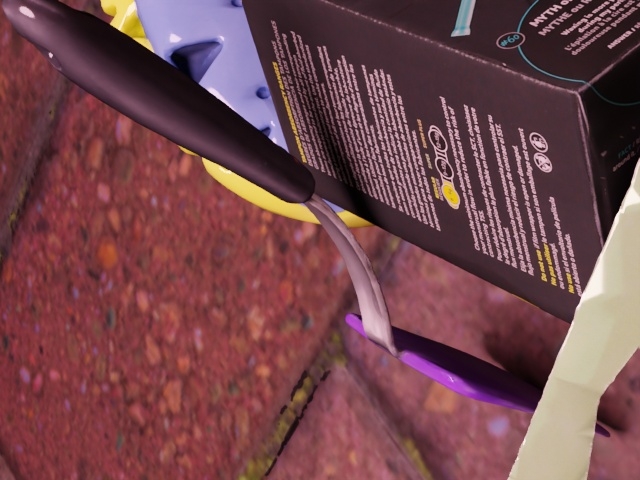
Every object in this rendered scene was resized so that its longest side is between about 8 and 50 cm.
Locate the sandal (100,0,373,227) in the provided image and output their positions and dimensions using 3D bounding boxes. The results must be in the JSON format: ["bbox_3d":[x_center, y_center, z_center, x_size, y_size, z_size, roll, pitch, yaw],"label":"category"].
[{"bbox_3d":[-0.025,-0.157,0.646,0.138,0.126,0.317,-35,71,42],"label":"sandal"}]

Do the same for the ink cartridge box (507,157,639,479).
[{"bbox_3d":[0.168,0.090,0.412,0.235,0.056,0.171,22,109,9],"label":"ink cartridge box"}]

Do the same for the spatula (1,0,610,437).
[{"bbox_3d":[0.000,0.000,0.539,0.030,0.296,0.084,-54,39,-6],"label":"spatula"}]

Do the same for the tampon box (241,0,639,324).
[{"bbox_3d":[0.073,-0.061,0.521,0.161,0.120,0.101,29,147,44],"label":"tampon box"}]
